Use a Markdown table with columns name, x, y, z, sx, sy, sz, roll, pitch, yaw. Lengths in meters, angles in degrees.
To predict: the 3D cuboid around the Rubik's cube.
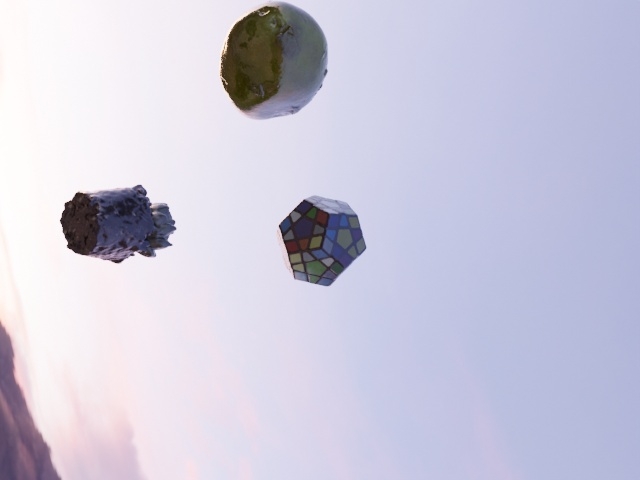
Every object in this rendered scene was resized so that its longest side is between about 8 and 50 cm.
| name | x | y | z | sx | sy | sz | roll | pitch | yaw |
| --- | --- | --- | --- | --- | --- | --- | --- | --- | --- |
| Rubik's cube | 0.000 | 0.000 | 0.891 | 0.133 | 0.112 | 0.133 | -8 | -111 | 21 |

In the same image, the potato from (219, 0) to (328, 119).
| name | x | y | z | sx | sy | sz | roll | pitch | yaw |
| --- | --- | --- | --- | --- | --- | --- | --- | --- | --- |
| potato | -0.080 | -0.295 | 1.076 | 0.253 | 0.186 | 0.149 | 86 | 9 | -74 |

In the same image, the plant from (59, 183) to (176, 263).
| name | x | y | z | sx | sy | sz | roll | pitch | yaw |
| --- | --- | --- | --- | --- | --- | --- | --- | --- | --- |
| plant | -0.372 | -0.029 | 1.176 | 0.132 | 0.194 | 0.129 | -23 | -106 | 33 |
